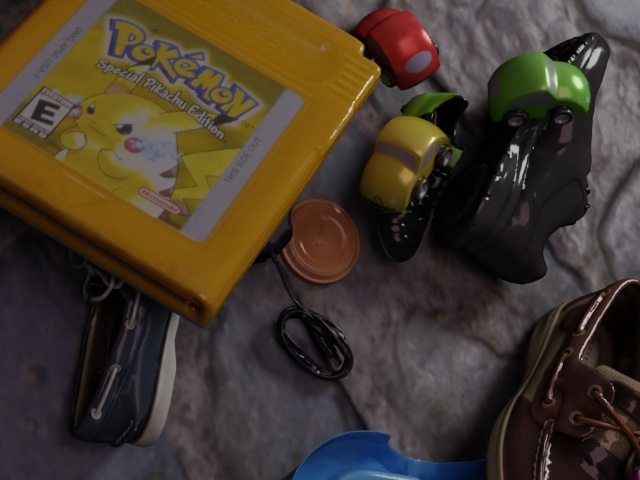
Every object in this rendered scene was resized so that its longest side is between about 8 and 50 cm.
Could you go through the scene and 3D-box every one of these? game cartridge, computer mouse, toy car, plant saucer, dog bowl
[{"bbox_3d":[-0.134,-0.120,1.108,0.285,0.053,0.324,30,57,4],"label":"game cartridge"},{"bbox_3d":[-0.040,0.023,1.193,0.071,0.041,0.242,-28,97,-13],"label":"computer mouse"},{"bbox_3d":[0.142,-0.144,1.220,0.224,0.053,0.239,-4,58,6],"label":"toy car"},{"bbox_3d":[0.000,0.000,1.226,0.083,0.013,0.084,7,74,-24],"label":"plant saucer"},{"bbox_3d":[0.088,0.269,1.164,0.297,0.074,0.166,14,72,-22],"label":"dog bowl"}]

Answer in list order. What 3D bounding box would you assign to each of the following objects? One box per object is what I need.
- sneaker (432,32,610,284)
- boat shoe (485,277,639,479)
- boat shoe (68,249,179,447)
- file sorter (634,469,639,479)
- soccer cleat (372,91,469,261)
[{"bbox_3d":[0.225,-0.083,1.312,0.130,0.109,0.286,37,74,-19],"label":"sneaker"},{"bbox_3d":[0.246,0.160,1.174,0.123,0.123,0.342,41,41,-10],"label":"boat shoe"},{"bbox_3d":[-0.168,0.046,1.096,0.079,0.095,0.255,12,81,-33],"label":"boat shoe"},{"bbox_3d":[0.477,0.207,1.297,0.290,0.182,0.202,-1,77,-25],"label":"file sorter"},{"bbox_3d":[0.099,-0.066,1.250,0.060,0.072,0.179,30,65,-40],"label":"soccer cleat"}]
